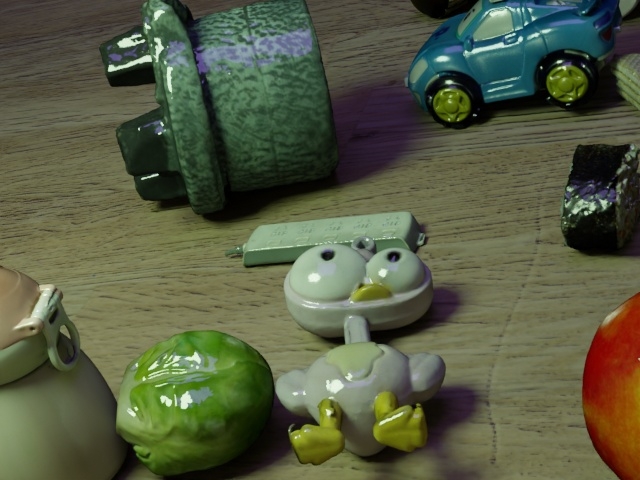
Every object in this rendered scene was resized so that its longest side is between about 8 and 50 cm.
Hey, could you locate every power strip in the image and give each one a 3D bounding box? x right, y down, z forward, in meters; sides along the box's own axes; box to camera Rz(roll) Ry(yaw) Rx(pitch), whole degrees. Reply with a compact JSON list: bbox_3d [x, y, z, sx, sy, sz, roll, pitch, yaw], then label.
[{"bbox_3d":[0.000,0.000,1.399,0.252,0.027,0.060,-5,31,19],"label":"power strip"}]

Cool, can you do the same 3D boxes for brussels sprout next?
[{"bbox_3d":[-0.118,0.146,1.116,0.155,0.117,0.155,2,31,-1],"label":"brussels sprout"}]

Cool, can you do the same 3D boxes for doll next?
[{"bbox_3d":[0.039,0.095,1.149,0.160,0.094,0.365,-9,30,7],"label":"doll"}]

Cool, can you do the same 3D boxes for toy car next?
[{"bbox_3d":[0.255,-0.273,1.598,0.314,0.166,0.198,-7,27,27],"label":"toy car"}]

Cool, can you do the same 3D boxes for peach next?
[{"bbox_3d":[0.315,0.120,0.869,0.196,0.190,0.226,-27,23,-38],"label":"peach"}]

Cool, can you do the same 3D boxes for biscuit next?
[{"bbox_3d":[0.454,-0.183,1.455,0.108,0.062,0.239,-16,30,-3],"label":"biscuit"}]

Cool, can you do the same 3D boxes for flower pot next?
[{"bbox_3d":[-0.138,-0.194,1.529,0.282,0.299,0.299,-12,29,-1],"label":"flower pot"}]

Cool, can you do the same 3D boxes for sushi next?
[{"bbox_3d":[0.306,-0.049,1.270,0.078,0.090,0.150,3,32,23],"label":"sushi"}]

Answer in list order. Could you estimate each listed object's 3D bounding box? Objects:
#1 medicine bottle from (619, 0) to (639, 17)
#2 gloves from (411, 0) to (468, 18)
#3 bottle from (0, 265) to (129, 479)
[{"bbox_3d":[0.477,-0.447,1.828,0.133,0.133,0.249,7,37,36],"label":"medicine bottle"},{"bbox_3d":[0.282,-0.501,2.015,0.331,0.141,0.154,-42,11,-23],"label":"gloves"},{"bbox_3d":[-0.285,0.129,1.105,0.147,0.236,0.147,-13,29,7],"label":"bottle"}]
